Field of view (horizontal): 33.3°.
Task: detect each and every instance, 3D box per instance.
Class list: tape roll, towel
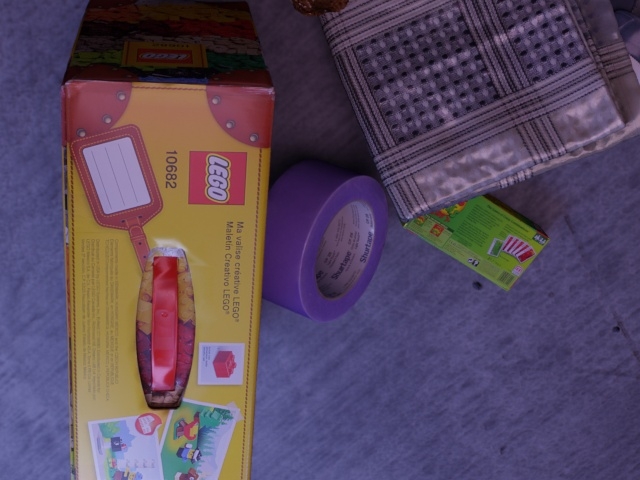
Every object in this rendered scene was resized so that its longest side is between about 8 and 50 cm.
[{"bbox_3d":[0.000,0.000,1.318,0.080,0.189,0.189,20,119,31],"label":"tape roll"},{"bbox_3d":[0.185,-0.216,1.236,0.324,0.056,0.312,-21,83,4],"label":"towel"}]

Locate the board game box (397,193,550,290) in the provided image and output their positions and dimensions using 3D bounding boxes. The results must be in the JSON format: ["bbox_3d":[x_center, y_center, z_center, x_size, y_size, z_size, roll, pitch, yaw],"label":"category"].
[{"bbox_3d":[0.203,-0.018,1.419,0.181,0.043,0.092,30,107,-20],"label":"board game box"}]

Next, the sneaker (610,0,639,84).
[{"bbox_3d":[0.321,-0.225,1.306,0.349,0.131,0.148,-15,105,-4],"label":"sneaker"}]

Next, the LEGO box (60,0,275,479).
[{"bbox_3d":[-0.174,0.012,1.200,0.193,0.372,0.500,1,115,-9],"label":"LEGO box"}]

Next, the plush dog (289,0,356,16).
[{"bbox_3d":[-0.041,-0.334,1.166,0.225,0.262,0.210,29,141,-9],"label":"plush dog"}]
